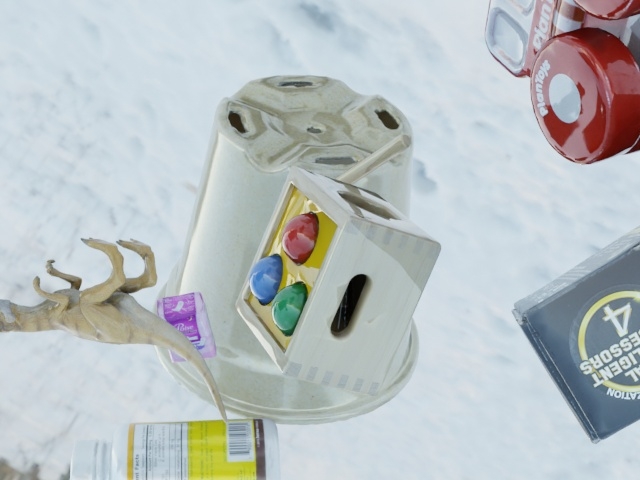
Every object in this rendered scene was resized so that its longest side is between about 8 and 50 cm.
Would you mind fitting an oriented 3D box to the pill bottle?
[{"bbox_3d":[-0.151,0.249,1.233,0.214,0.117,0.117,-1,164,-5],"label":"pill bottle"}]

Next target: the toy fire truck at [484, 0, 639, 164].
[{"bbox_3d":[0.219,-0.221,0.900,0.254,0.169,0.302,51,151,41],"label":"toy fire truck"}]

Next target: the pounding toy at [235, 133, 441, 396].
[{"bbox_3d":[0.001,-0.010,0.919,0.094,0.181,0.206,17,-167,-26],"label":"pounding toy"}]

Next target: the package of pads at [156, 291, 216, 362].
[{"bbox_3d":[-0.140,0.093,1.228,0.050,0.032,0.083,-10,136,-2],"label":"package of pads"}]

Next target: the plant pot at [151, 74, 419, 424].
[{"bbox_3d":[-0.023,-0.012,1.356,0.333,0.334,0.306,24,127,20],"label":"plant pot"}]

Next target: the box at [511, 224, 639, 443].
[{"bbox_3d":[0.290,0.005,0.816,0.097,0.318,0.395,58,-175,7],"label":"box"}]

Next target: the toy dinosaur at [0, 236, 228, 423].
[{"bbox_3d":[-0.156,0.058,0.912,0.211,0.112,0.064,13,-174,7],"label":"toy dinosaur"}]
